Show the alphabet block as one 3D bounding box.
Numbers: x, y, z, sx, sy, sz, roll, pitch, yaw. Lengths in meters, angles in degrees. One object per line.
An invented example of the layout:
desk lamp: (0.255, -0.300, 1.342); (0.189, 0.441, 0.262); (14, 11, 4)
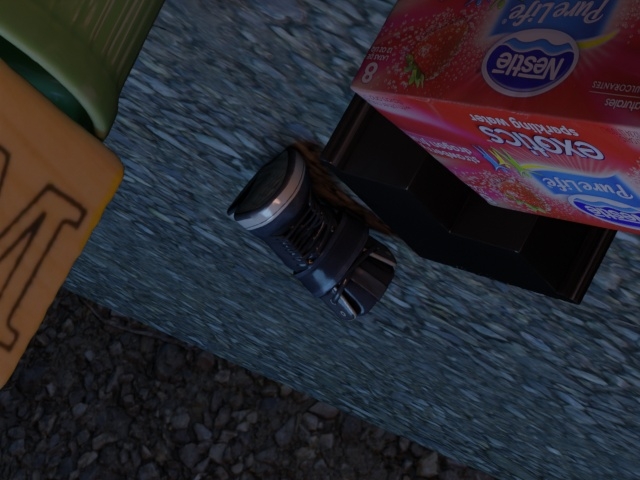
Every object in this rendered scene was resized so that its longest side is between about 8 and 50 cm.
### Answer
alphabet block: (-0.286, -0.038, 1.213); (0.192, 0.193, 0.197); (21, 166, 41)

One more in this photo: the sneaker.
sneaker: (0.001, -0.001, 1.656); (0.163, 0.086, 0.226); (41, 177, -4)

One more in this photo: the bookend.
bookend: (0.109, -0.036, 1.325); (0.156, 0.072, 0.157); (17, 163, 42)

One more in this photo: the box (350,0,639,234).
box: (0.155, -0.080, 0.893); (0.128, 0.122, 0.257); (37, 166, -36)

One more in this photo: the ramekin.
ramekin: (-0.243, -0.206, 1.243); (0.303, 0.148, 0.303); (28, 168, 6)
